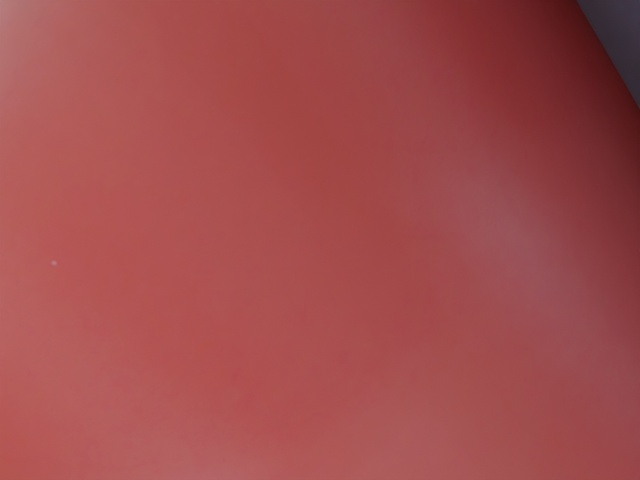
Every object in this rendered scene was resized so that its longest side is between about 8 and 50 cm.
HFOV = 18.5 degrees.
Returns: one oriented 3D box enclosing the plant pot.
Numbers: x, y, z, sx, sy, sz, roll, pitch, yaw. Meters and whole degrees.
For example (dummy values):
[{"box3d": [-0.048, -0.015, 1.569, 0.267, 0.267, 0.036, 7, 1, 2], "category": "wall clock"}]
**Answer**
[{"box3d": [-0.027, 0.007, 0.517, 0.275, 0.275, 0.243, -40, 111, 13], "category": "plant pot"}]
